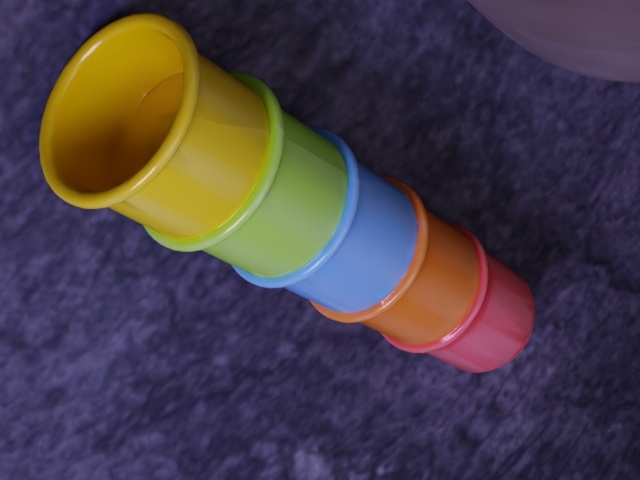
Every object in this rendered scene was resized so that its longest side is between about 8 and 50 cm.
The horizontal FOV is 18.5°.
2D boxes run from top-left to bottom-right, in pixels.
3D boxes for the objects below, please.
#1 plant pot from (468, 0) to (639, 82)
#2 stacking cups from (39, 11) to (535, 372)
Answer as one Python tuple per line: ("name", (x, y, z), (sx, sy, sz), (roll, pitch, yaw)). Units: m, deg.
("plant pot", (0.131, -0.212, 0.819), (0.323, 0.323, 0.280), (-44, 153, -7))
("stacking cups", (0.000, 0.000, 0.980), (0.096, 0.096, 0.316), (-54, 136, 3))
